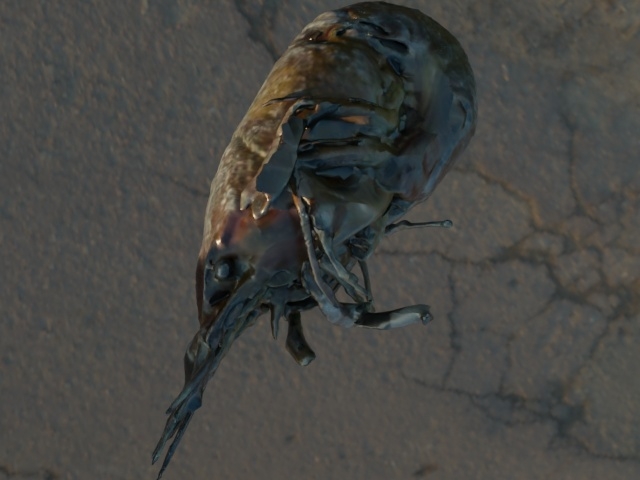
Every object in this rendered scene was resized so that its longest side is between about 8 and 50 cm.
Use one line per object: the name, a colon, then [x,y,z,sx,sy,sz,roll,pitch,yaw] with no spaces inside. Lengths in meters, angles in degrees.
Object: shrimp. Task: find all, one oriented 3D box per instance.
shrimp: [-0.006,-0.002,0.704,0.145,0.116,0.343,36,67,-15]
